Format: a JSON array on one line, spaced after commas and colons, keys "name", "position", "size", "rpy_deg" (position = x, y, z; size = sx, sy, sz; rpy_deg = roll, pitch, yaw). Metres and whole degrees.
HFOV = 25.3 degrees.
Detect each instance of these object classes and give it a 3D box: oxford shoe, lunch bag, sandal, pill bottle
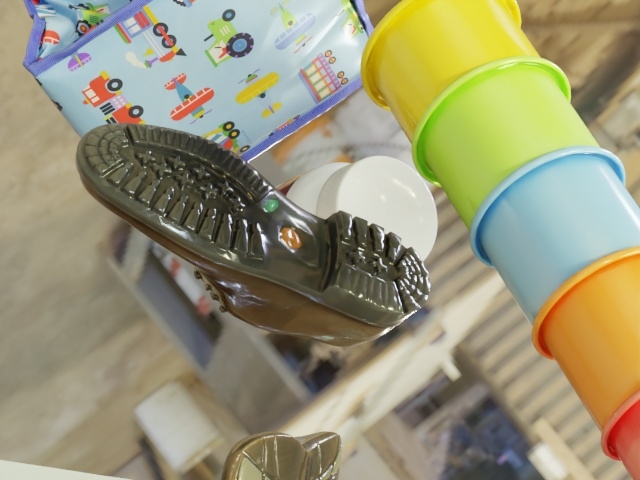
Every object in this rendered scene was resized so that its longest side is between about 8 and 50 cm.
[{"name": "oxford shoe", "position": [-0.054, 0.008, 0.866], "size": [0.096, 0.227, 0.082], "rpy_deg": [-46, -160, 44]}, {"name": "lunch bag", "position": [-0.087, -0.181, 1.283], "size": [0.293, 0.138, 0.221], "rpy_deg": [-24, 136, 9]}, {"name": "sandal", "position": [-0.042, 0.204, 1.276], "size": [0.219, 0.060, 0.090], "rpy_deg": [-1, 101, -67]}, {"name": "pill bottle", "position": [0.000, 0.000, 1.259], "size": [0.121, 0.121, 0.221], "rpy_deg": [-32, -175, -33]}]

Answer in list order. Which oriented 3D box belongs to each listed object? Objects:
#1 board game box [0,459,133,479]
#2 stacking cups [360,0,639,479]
[{"name": "board game box", "position": [-0.289, 0.272, 1.318], "size": [0.303, 0.224, 0.097], "rpy_deg": [109, -10, -71]}, {"name": "stacking cups", "position": [0.115, 0.008, 0.677], "size": [0.096, 0.316, 0.096], "rpy_deg": [-15, 142, -12]}]
